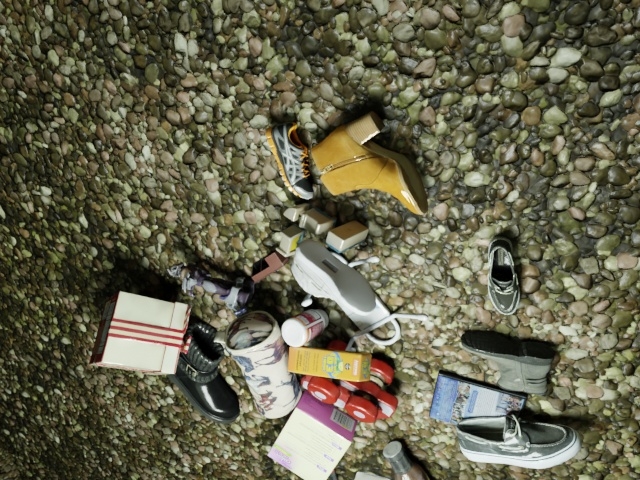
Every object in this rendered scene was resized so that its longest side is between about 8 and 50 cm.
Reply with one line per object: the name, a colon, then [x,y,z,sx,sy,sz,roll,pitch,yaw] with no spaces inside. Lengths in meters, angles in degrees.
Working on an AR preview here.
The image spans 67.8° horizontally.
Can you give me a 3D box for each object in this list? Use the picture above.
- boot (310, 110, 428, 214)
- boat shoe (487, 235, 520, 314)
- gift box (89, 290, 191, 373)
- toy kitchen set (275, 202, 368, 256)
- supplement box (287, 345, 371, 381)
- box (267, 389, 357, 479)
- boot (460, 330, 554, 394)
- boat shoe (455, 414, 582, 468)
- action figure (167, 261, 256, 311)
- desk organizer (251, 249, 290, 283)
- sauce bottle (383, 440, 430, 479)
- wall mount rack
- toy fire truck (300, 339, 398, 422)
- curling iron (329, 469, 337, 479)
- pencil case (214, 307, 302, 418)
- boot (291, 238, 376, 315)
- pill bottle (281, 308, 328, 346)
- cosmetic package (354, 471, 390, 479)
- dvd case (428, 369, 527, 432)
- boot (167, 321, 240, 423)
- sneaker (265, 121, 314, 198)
boot: [0.119,-0.157,1.206,0.211,0.104,0.295,-29,96,36]
boat shoe: [0.458,0.101,1.205,0.077,0.070,0.220,-7,112,24]
gift box: [-0.568,0.292,1.553,0.258,0.277,0.255,20,160,-30]
toy kitchen set: [0.000,0.000,1.333,0.207,0.122,0.166,34,125,27]
supplement box: [0.024,0.347,1.352,0.233,0.080,0.078,-1,77,28]
box: [-0.027,0.678,1.632,0.213,0.117,0.243,30,111,6]
boot: [0.503,0.347,1.307,0.246,0.083,0.161,10,124,19]
boat shoe: [0.541,0.555,1.339,0.335,0.121,0.119,-19,110,30]
action figure: [-0.351,0.136,1.491,0.284,0.185,0.099,19,102,6]
desk organizer: [-0.161,0.075,1.452,0.130,0.047,0.050,-31,98,30]
sauce bottle: [0.320,0.824,1.593,0.111,0.111,0.345,-22,105,29]
wall mount rack: [0.125,0.171,1.337,0.304,0.130,0.350,-36,99,31]
toy fire truck: [0.087,0.470,1.500,0.302,0.169,0.254,25,145,9]
curling iron: [0.027,0.852,1.765,0.068,0.035,0.274,-16,107,24]
pencil case: [-0.178,0.396,1.489,0.183,0.160,0.411,-1,132,14]
boot: [0.029,0.115,1.243,0.258,0.095,0.123,44,145,17]
pill bottle: [-0.041,0.256,1.423,0.086,0.152,0.086,5,100,32]
cosmetic package: [0.177,1.006,1.715,0.129,0.153,0.296,6,115,18]
dvd case: [0.465,0.495,1.426,0.252,0.022,0.181,12,118,16]
boot: [-0.383,0.475,1.686,0.348,0.131,0.260,40,122,-1]
sneaker: [-0.066,-0.210,1.255,0.083,0.084,0.215,-21,105,23]
